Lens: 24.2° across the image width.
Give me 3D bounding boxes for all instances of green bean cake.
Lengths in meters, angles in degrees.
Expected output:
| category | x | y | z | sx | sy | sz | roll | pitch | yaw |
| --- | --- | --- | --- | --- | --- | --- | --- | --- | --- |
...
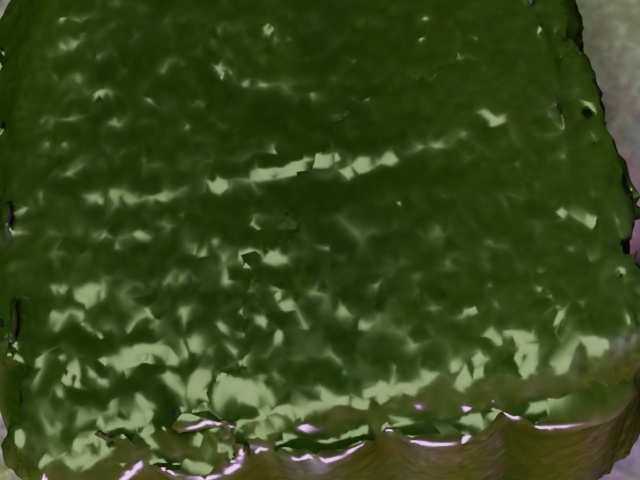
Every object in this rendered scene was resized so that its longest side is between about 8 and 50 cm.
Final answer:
| category | x | y | z | sx | sy | sz | roll | pitch | yaw |
| --- | --- | --- | --- | --- | --- | --- | --- | --- | --- |
| green bean cake | 0.000 | 0.000 | 0.793 | 0.319 | 0.218 | 0.335 | -8 | 69 | 6 |
